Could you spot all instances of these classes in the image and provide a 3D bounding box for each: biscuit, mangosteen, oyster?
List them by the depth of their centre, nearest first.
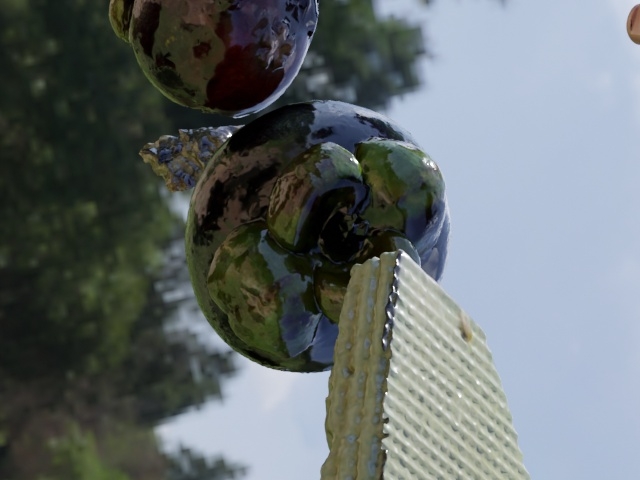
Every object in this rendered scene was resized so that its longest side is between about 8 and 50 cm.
[{"bbox_3d":[0.047,0.144,0.962,0.150,0.052,0.252,44,42,-43],"label":"biscuit"},{"bbox_3d":[0.000,0.000,1.560,0.243,0.243,0.243,168,-90,-80],"label":"mangosteen"},{"bbox_3d":[-0.094,-0.190,1.609,0.180,0.166,0.166,21,-46,29],"label":"mangosteen"},{"bbox_3d":[-0.124,-0.104,2.288,0.103,0.148,0.051,45,-39,44],"label":"oyster"}]

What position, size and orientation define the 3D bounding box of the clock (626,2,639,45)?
[{"bbox_3d":[0.466,-0.271,2.098,0.142,0.241,0.227,11,-98,51],"label":"clock"}]
